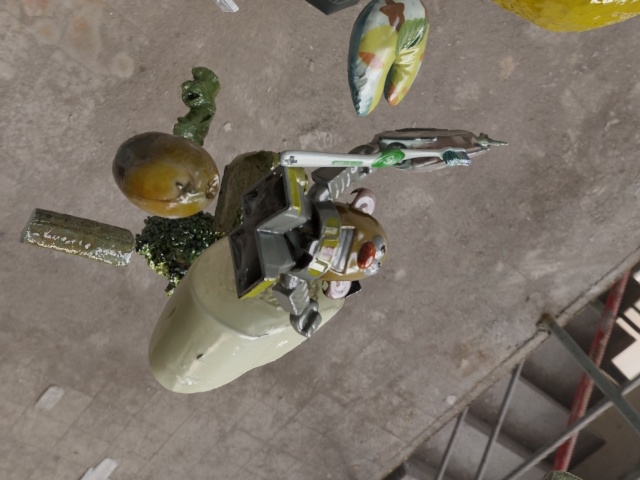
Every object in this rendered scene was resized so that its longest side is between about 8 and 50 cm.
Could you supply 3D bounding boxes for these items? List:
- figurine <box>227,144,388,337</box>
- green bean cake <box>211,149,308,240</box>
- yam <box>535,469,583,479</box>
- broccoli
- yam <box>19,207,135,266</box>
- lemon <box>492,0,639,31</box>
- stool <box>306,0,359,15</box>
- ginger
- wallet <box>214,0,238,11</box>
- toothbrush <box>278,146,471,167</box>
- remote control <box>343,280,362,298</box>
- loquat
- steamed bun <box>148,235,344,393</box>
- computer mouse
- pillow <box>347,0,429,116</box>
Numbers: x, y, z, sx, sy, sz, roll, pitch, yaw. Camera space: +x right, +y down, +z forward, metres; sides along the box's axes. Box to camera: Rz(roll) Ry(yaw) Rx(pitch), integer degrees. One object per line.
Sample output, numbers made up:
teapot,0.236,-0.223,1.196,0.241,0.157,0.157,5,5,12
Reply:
figurine,0.000,-0.002,0.844,0.284,0.167,0.343,12,123,-44
green bean cake,-0.175,-0.110,1.521,0.201,0.284,0.310,19,86,-38
yam,0.327,0.439,0.702,0.153,0.154,0.255,19,126,-15
broccoli,-0.441,0.028,1.659,0.323,0.334,0.272,2,121,25
yam,-0.315,-0.004,0.642,0.132,0.054,0.054,17,114,-31
lemon,0.220,-0.295,0.419,0.260,0.204,0.204,45,106,6
stool,0.024,-0.679,1.185,0.232,0.233,0.141,24,153,-17
ginger,-0.388,-0.415,1.523,0.089,0.137,0.290,4,74,17
wallet,-0.322,-0.761,1.525,0.124,0.183,0.032,38,94,-33
toothbrush,0.083,-0.114,0.667,0.303,0.030,0.030,-4,119,-26
remote control,0.024,0.013,1.112,0.063,0.025,0.246,-23,72,8
loquat,-0.336,-0.142,1.060,0.227,0.179,0.180,14,115,6
steamed bun,-0.200,0.169,1.257,0.455,0.290,0.371,-10,151,-48
computer mouse,0.310,-0.243,1.337,0.388,0.199,0.115,8,115,28
pillow,0.130,-0.352,0.922,0.086,0.233,0.214,25,123,25
